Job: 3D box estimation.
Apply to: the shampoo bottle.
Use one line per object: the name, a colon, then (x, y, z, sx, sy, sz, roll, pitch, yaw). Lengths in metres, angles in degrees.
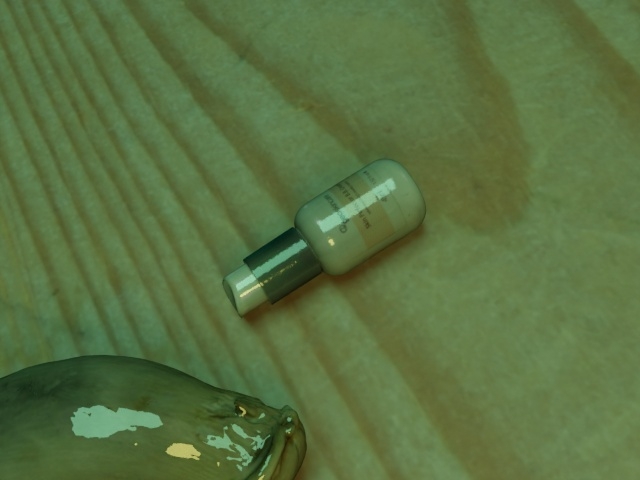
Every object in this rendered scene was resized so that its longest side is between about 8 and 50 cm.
shampoo bottle: (0.000, 0.000, 0.916, 0.192, 0.074, 0.074, -31, 54, -7)

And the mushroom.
mushroom: (-0.211, 0.179, 0.818, 0.396, 0.126, 0.177, -18, 56, 0)
